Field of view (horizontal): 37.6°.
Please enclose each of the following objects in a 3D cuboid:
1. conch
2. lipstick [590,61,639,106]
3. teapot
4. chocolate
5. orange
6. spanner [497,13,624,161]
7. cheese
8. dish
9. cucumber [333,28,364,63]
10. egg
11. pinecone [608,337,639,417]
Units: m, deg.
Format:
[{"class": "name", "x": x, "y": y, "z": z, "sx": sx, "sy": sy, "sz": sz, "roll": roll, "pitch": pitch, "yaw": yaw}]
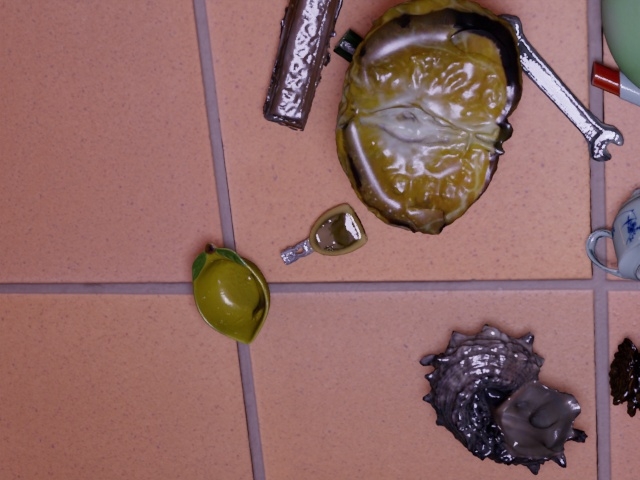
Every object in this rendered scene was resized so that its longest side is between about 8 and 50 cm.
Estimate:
[{"class": "conch", "x": 0.322, "y": 0.273, "z": 1.654, "sx": 0.313, "sy": 0.186, "sz": 0.240, "roll": 40, "pitch": 106, "yaw": 20}, {"class": "lipstick", "x": 0.553, "y": -0.213, "z": 1.490, "sx": 0.274, "sy": 0.061, "sz": 0.068, "roll": 24, "pitch": 113, "yaw": 5}, {"class": "teapot", "x": 0.537, "y": -0.021, "z": 1.523, "sx": 0.232, "sy": 0.159, "sz": 0.159, "roll": -37, "pitch": 95, "yaw": 31}, {"class": "chocolate", "x": -0.027, "y": -0.348, "z": 1.593, "sx": 0.102, "sy": 0.065, "sz": 0.329, "roll": 19, "pitch": 109, "yaw": 9}, {"class": "orange", "x": 0.157, "y": -0.212, "z": 1.506, "sx": 0.271, "sy": 0.210, "sz": 0.368, "roll": 9, "pitch": 112, "yaw": -14}, {"class": "spanner", "x": 0.385, "y": -0.251, "z": 1.545, "sx": 0.302, "sy": 0.017, "sz": 0.071, "roll": 46, "pitch": 112, "yaw": -2}, {"class": "cheese", "x": 0.000, "y": 0.000, "z": 1.708, "sx": 0.162, "sy": 0.036, "sz": 0.086, "roll": -25, "pitch": 98, "yaw": 19}, {"class": "dish", "x": -0.158, "y": 0.088, "z": 1.753, "sx": 0.149, "sy": 0.080, "sz": 0.207, "roll": -13, "pitch": 105, "yaw": 21}, {"class": "cucumber", "x": 0.075, "y": -0.312, "z": 1.588, "sx": 0.105, "sy": 0.048, "sz": 0.048, "roll": 34, "pitch": 112, "yaw": -1}, {"class": "egg", "x": 0.526, "y": -0.331, "z": 1.376, "sx": 0.220, "sy": 0.220, "sz": 0.269, "roll": -29, "pitch": 91, "yaw": 20}, {"class": "pinecone", "x": 0.553, "y": 0.233, "z": 1.590, "sx": 0.121, "sy": 0.140, "sz": 0.140, "roll": 5, "pitch": 109, "yaw": -3}]
